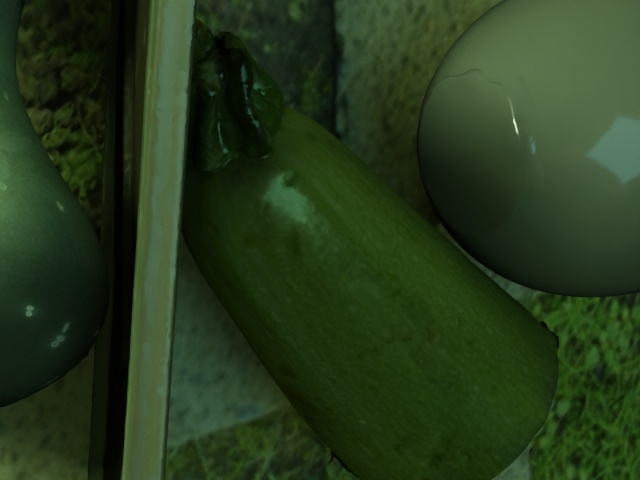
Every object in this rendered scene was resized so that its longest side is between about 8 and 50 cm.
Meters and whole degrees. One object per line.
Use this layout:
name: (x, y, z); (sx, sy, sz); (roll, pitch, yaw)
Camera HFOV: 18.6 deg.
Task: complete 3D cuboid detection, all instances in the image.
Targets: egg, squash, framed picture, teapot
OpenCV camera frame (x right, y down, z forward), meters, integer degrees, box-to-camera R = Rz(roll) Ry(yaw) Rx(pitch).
egg: (0.162, -0.061, 1.062); (0.232, 0.176, 0.176); (-18, 108, -34)
squash: (-0.012, 0.006, 0.985); (0.287, 0.137, 0.137); (45, 73, -30)
framed picture: (-0.086, 0.025, 0.881); (0.024, 0.232, 0.315); (2, 98, -10)
teapot: (-0.172, -0.058, 0.842); (0.183, 0.183, 0.251); (13, 79, -36)
